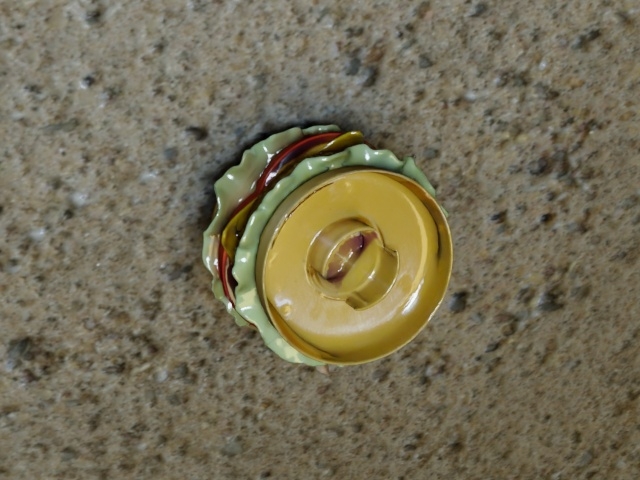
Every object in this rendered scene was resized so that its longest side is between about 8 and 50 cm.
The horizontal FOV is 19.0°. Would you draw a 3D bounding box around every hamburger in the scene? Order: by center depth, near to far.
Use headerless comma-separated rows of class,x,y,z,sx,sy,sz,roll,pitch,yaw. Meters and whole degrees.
hamburger,0.000,0.000,2.181,0.274,0.212,0.274,-10,112,-24

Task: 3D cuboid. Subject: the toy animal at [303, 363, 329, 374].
toy animal,0.033,0.075,2.388,0.185,0.104,0.184,-38,139,2
